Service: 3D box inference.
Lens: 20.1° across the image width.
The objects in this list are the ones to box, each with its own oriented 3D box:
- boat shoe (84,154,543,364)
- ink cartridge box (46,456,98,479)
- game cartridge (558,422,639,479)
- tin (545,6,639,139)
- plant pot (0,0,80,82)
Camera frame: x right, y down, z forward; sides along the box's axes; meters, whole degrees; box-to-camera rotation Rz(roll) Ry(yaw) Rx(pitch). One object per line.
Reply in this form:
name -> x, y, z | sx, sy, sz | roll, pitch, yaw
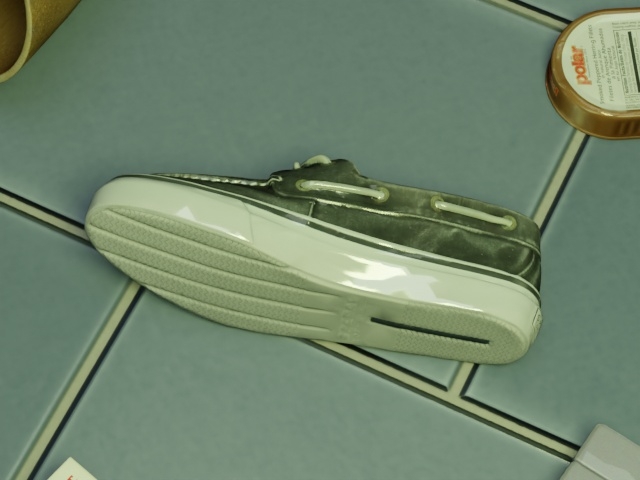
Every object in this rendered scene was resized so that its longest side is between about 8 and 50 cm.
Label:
boat shoe -> 0.000, 0.000, 1.318 | 0.335, 0.121, 0.119 | 15, 56, -5
ink cartridge box -> -0.153, 0.229, 1.223 | 0.135, 0.056, 0.099 | 38, 70, 16
game cartridge -> 0.278, 0.298, 1.191 | 0.355, 0.068, 0.230 | 32, 72, 15
tin -> 0.273, -0.135, 1.418 | 0.190, 0.040, 0.106 | -4, 59, -2
plant pot -> -0.231, -0.289, 1.403 | 0.237, 0.237, 0.254 | 34, 55, 15
